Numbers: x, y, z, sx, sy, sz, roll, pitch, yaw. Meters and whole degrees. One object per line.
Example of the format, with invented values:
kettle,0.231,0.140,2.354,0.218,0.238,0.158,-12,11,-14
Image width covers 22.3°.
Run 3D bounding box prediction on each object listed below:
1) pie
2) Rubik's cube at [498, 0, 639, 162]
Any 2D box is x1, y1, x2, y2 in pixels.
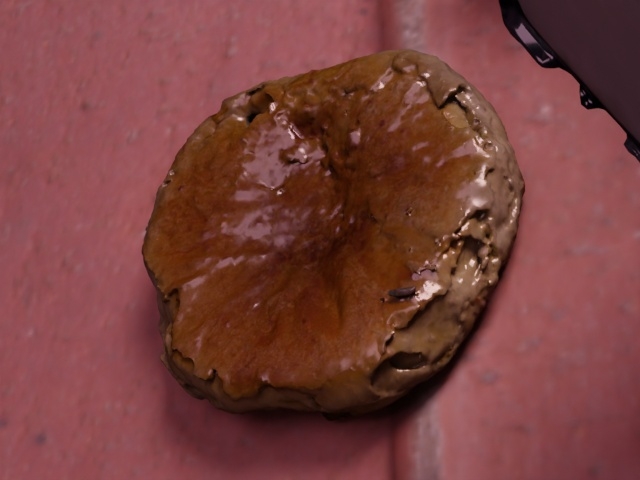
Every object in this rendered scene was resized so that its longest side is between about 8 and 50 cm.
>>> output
pie,0.000,0.000,0.739,0.195,0.046,0.195,-17,57,28
Rubik's cube,0.256,-0.137,0.344,0.363,0.358,0.362,-31,53,-8
